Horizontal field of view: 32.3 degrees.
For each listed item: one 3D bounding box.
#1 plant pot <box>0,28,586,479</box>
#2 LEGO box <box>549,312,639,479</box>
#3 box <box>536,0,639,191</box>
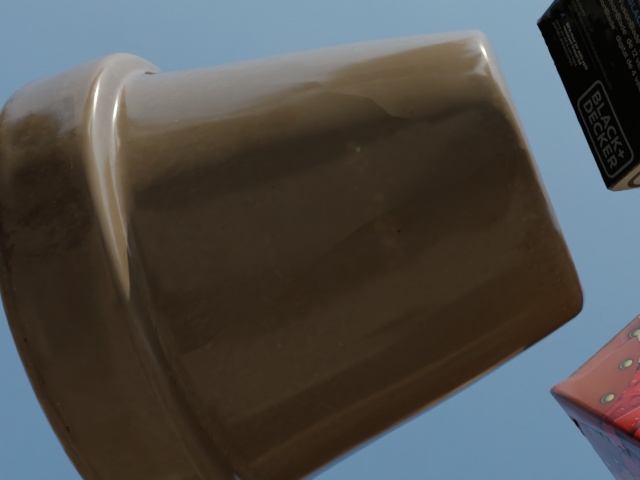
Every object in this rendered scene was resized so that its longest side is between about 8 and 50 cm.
[{"bbox_3d":[0.000,0.000,0.558,0.229,0.263,0.263,-21,-83,12],"label":"plant pot"},{"bbox_3d":[0.389,0.237,0.519,0.193,0.372,0.500,-40,-74,-6],"label":"LEGO box"},{"bbox_3d":[0.222,-0.127,0.370,0.169,0.290,0.087,-9,-111,-23],"label":"box"}]
